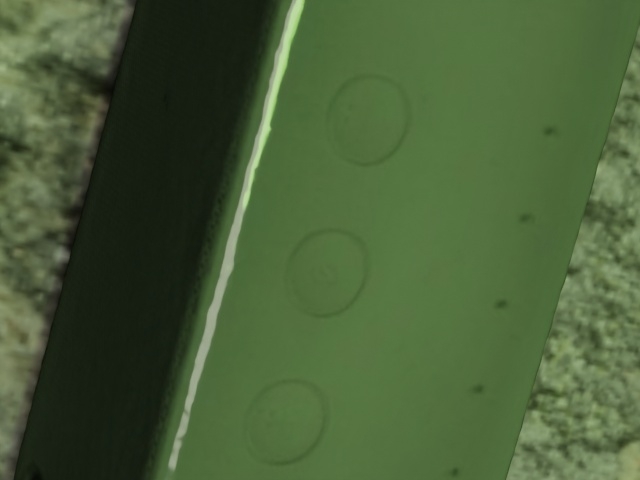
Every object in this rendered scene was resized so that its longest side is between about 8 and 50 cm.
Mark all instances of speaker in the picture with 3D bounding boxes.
[{"bbox_3d":[0.000,0.000,0.881,0.184,0.183,0.406,12,99,-26],"label":"speaker"}]
